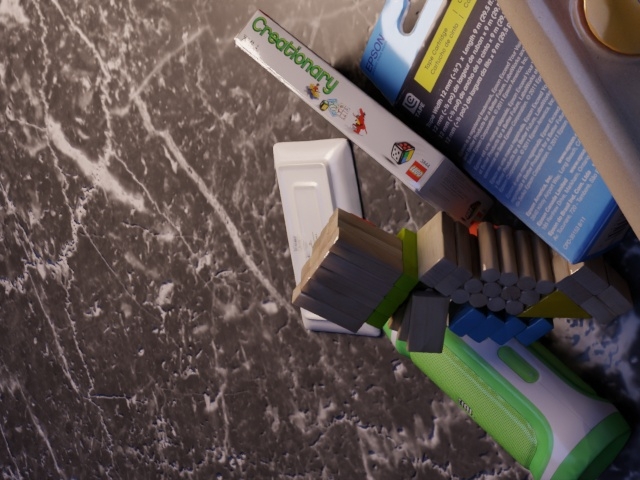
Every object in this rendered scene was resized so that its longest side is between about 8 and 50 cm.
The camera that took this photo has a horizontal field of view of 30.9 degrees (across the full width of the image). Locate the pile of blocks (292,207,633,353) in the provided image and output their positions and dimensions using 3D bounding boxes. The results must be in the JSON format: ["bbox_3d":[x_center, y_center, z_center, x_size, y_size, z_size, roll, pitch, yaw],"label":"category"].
[{"bbox_3d":[0.154,0.037,1.284,0.362,0.112,0.149,6,128,-1],"label":"pile of blocks"}]

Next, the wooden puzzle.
[{"bbox_3d":[0.365,-0.175,0.981,0.348,0.080,0.322,-30,94,22],"label":"wooden puzzle"}]

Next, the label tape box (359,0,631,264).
[{"bbox_3d":[0.225,-0.183,1.216,0.347,0.115,0.249,46,131,26],"label":"label tape box"}]

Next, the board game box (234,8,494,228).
[{"bbox_3d":[0.052,-0.137,1.347,0.305,0.193,0.053,42,96,26],"label":"board game box"}]

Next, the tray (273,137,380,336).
[{"bbox_3d":[0.000,0.000,1.561,0.145,0.030,0.270,1,105,45],"label":"tray"}]

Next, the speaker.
[{"bbox_3d":[0.210,0.158,1.341,0.296,0.131,0.131,43,130,26],"label":"speaker"}]
